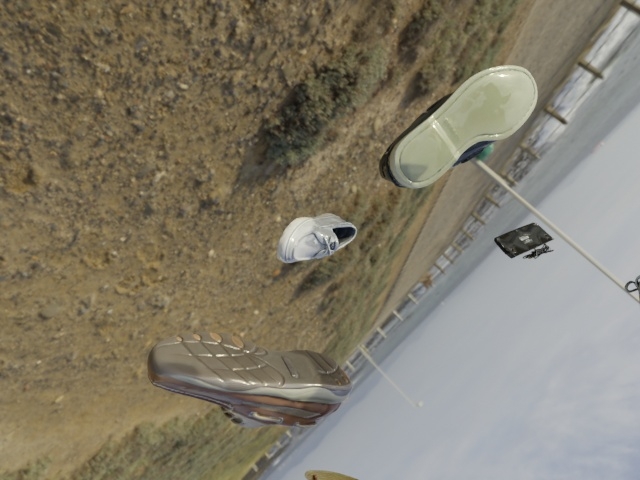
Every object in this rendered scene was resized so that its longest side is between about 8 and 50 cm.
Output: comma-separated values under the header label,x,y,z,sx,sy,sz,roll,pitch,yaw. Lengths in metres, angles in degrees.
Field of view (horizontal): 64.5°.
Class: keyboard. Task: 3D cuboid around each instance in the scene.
label,x,y,z,sx,sy,sz,roll,pitch,yaw
keyboard,0.543,0.014,1.348,0.192,0.100,0.038,-17,145,-32

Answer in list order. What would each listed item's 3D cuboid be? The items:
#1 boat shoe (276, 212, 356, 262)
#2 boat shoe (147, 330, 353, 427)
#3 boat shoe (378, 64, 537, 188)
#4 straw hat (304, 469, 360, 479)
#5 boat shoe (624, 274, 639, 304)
label,x,y,z,sx,sy,sz,roll,pitch,yaw
boat shoe,0.000,0.000,0.803,0.184,0.063,0.066,-14,119,-61
boat shoe,-0.102,0.225,0.755,0.324,0.123,0.116,19,107,-28
boat shoe,0.242,-0.200,0.914,0.340,0.127,0.113,-41,-167,-15
straw hat,0.034,0.405,0.772,0.144,0.145,0.061,65,41,-75
boat shoe,0.738,0.100,1.101,0.105,0.113,0.306,128,-26,-61
